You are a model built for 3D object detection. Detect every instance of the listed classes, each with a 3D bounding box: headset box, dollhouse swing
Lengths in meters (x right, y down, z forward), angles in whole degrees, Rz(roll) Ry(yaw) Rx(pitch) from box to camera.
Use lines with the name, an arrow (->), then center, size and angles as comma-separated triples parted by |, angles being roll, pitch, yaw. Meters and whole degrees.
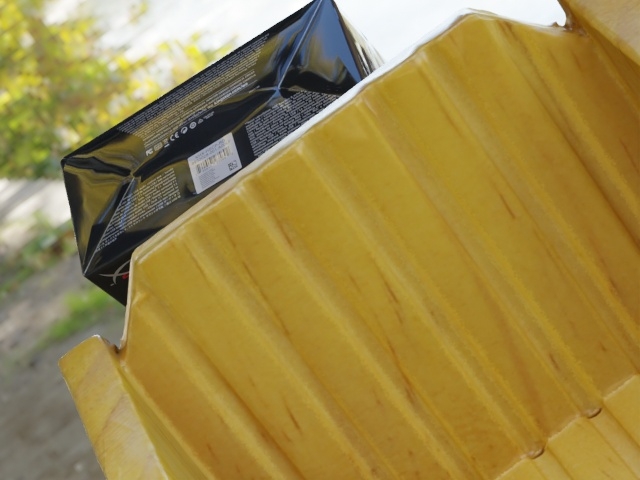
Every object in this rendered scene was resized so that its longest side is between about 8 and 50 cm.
headset box -> 0.000, 0.000, 1.145 | 0.218, 0.293, 0.110 | -31, 49, 15
dollhouse swing -> 0.102, 0.100, 0.752 | 0.347, 0.315, 0.305 | -36, 17, 2
